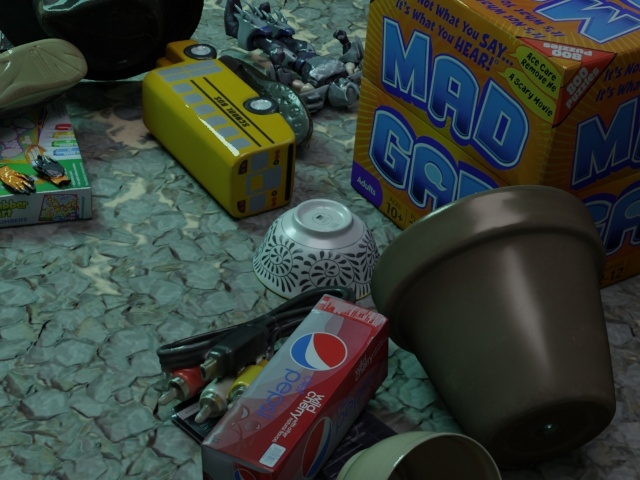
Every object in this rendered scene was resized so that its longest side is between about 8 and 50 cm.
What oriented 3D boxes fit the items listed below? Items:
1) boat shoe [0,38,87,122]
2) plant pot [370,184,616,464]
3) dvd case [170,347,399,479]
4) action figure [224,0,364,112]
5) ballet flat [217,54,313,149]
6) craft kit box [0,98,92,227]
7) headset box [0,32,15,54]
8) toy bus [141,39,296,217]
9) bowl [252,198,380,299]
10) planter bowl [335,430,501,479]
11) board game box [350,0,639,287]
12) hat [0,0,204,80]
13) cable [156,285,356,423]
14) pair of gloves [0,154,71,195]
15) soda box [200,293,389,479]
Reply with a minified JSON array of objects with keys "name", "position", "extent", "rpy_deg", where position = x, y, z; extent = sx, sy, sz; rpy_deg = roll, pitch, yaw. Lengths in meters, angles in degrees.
[{"name":"boat shoe","position":[-0.455,-0.203,1.714],"extent":[0.285,0.092,0.103],"rpy_deg":[-22,71,-38]},{"name":"plant pot","position":[0.204,0.108,1.342],"extent":[0.263,0.263,0.229],"rpy_deg":[-5,55,-15]},{"name":"dvd case","position":[-0.028,0.207,1.334],"extent":[0.164,0.018,0.221],"rpy_deg":[-27,46,-36]},{"name":"action figure","position":[-0.034,-0.291,1.985],"extent":[0.185,0.099,0.285],"rpy_deg":[-16,43,-41]},{"name":"ballet flat","position":[-0.083,-0.205,1.886],"extent":[0.250,0.084,0.058],"rpy_deg":[39,4,41]},{"name":"craft kit box","position":[-0.451,-0.104,1.697],"extent":[0.247,0.061,0.250],"rpy_deg":[-9,37,-16]},{"name":"headset box","position":[-0.469,-0.307,2.004],"extent":[0.083,0.032,0.062],"rpy_deg":[-3,35,-9]},{"name":"toy bus","position":[-0.152,-0.167,1.780],"extent":[0.130,0.108,0.333],"rpy_deg":[-18,42,-28]},{"name":"bowl","position":[0.000,0.000,1.582],"extent":[0.170,0.080,0.170],"rpy_deg":[3,35,-2]},{"name":"planter bowl","position":[0.079,0.253,1.183],"extent":[0.162,0.162,0.109],"rpy_deg":[-21,15,-32]},{"name":"board game box","position":[0.297,-0.176,1.633],"extent":[0.356,0.356,0.356],"rpy_deg":[-18,41,-30]},{"name":"hat","position":[-0.330,-0.331,1.829],"extent":[0.331,0.331,0.134],"rpy_deg":[-1,44,-9]},{"name":"cable","position":[-0.073,0.122,1.412],"extent":[0.139,0.072,0.287],"rpy_deg":[5,18,32]},{"name":"pair of gloves","position":[-0.373,-0.086,1.626],"extent":[0.083,0.010,0.074],"rpy_deg":[-20,43,-33]},{"name":"soda box","position":[-0.019,0.171,1.285],"extent":[0.083,0.092,0.263],"rpy_deg":[17,39,22]}]
